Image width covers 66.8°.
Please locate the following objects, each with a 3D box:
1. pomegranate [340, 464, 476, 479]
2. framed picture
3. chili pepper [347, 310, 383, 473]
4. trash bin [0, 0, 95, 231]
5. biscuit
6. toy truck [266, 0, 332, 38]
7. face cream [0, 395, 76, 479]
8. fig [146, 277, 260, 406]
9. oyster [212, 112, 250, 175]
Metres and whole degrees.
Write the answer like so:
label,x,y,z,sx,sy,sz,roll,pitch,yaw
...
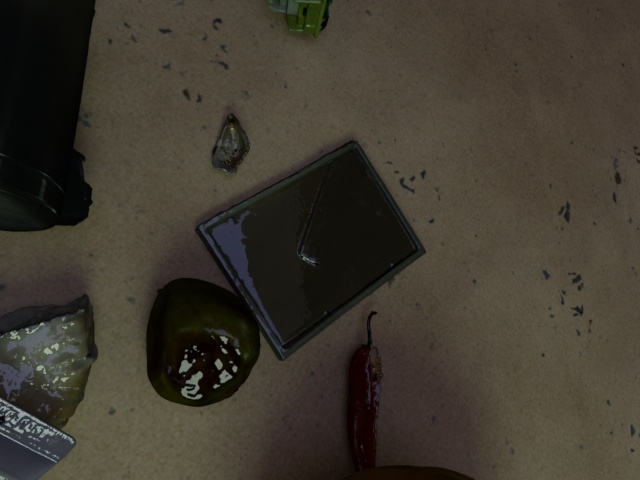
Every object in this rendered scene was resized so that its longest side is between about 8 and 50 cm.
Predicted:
label,x,y,z,sx,sy,sz,roll,pitch,yaw
pomegranate,0.084,0.455,0.521,0.410,0.410,0.410,6,75,-22
framed picture,0.000,0.000,0.758,0.315,0.024,0.232,-32,92,-25
chili pepper,0.066,0.237,0.718,0.050,0.059,0.268,0,77,16
trash bin,-0.374,-0.180,0.542,0.252,0.203,0.301,15,70,-39
biscuit,-0.371,0.173,0.520,0.281,0.084,0.179,-22,90,-25
toy truck,-0.041,-0.485,0.804,0.135,0.128,0.259,3,76,-9
face cream,-0.383,0.251,0.436,0.274,0.096,0.154,-45,118,-9
fig,-0.151,0.123,0.612,0.144,0.154,0.165,-24,56,-12
oyster,-0.131,-0.142,0.730,0.051,0.034,0.093,21,81,-1
